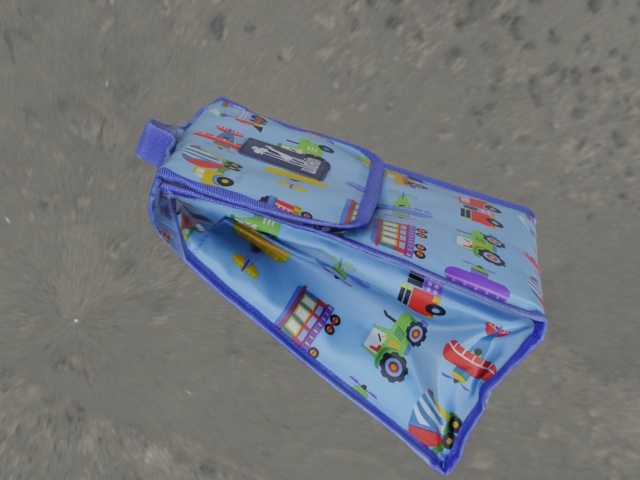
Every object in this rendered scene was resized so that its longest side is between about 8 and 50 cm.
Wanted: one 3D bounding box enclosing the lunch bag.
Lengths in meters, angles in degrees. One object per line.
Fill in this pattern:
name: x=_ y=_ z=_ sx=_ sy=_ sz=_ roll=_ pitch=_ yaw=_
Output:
lunch bag: x=0.000 y=0.000 z=1.038 sx=0.293 sy=0.221 sz=0.138 roll=29 pitch=110 yaw=-5
